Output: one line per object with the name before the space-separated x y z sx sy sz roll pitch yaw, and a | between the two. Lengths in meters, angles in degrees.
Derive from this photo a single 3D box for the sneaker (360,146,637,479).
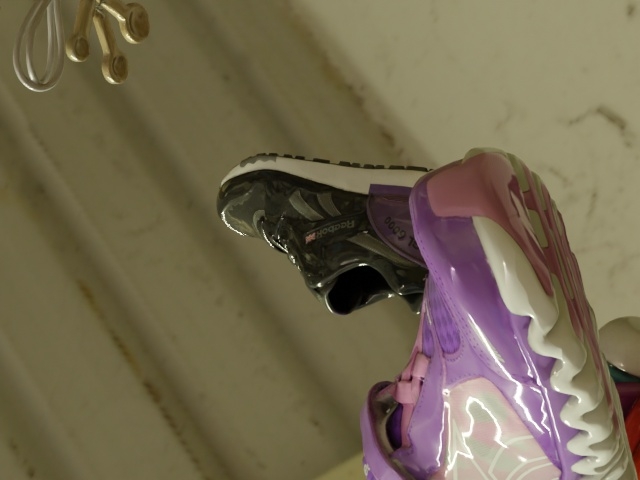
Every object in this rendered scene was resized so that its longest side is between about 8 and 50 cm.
sneaker | 0.060 0.063 0.607 0.104 0.236 0.095 -13 -130 10

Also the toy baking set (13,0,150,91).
toy baking set | -0.205 -0.225 1.333 0.256 0.030 0.197 -14 -78 -58

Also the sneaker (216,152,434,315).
sneaker | 0.000 0.000 1.434 0.107 0.283 0.124 41 -117 -42

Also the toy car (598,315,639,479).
toy car | 0.270 0.167 1.433 0.136 0.159 0.182 -6 -144 -43
